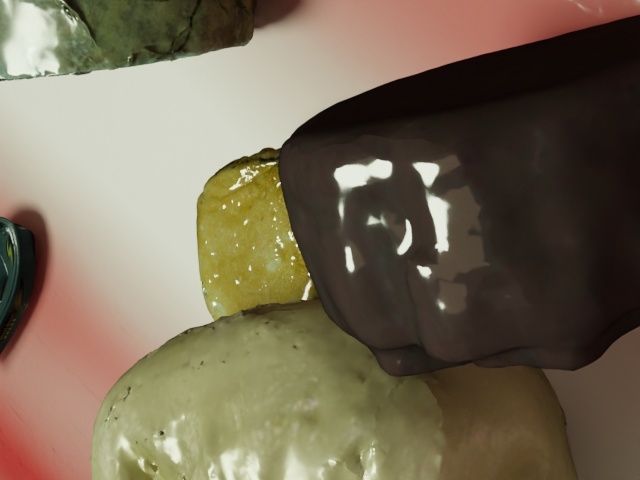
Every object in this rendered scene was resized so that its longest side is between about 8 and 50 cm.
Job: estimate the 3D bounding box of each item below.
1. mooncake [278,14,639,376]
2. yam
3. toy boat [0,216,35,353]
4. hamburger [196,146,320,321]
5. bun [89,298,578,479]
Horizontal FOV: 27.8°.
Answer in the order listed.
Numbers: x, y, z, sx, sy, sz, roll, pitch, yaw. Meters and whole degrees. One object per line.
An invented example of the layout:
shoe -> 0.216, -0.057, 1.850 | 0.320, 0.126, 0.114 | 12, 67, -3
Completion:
mooncake -> 0.122, -0.031, 0.697 | 0.283, 0.283, 0.141 | -2, 110, 46
yam -> -0.166, -0.278, 0.939 | 0.241, 0.241, 0.348 | 21, 119, 39
toy boat -> -0.362, 0.057, 1.368 | 0.093, 0.103, 0.246 | 53, 133, 16
hamburger -> 0.000, 0.000, 0.956 | 0.185, 0.131, 0.159 | -3, 90, 46
bun -> 0.012, 0.187, 0.873 | 0.362, 0.326, 0.234 | -29, 52, 41
